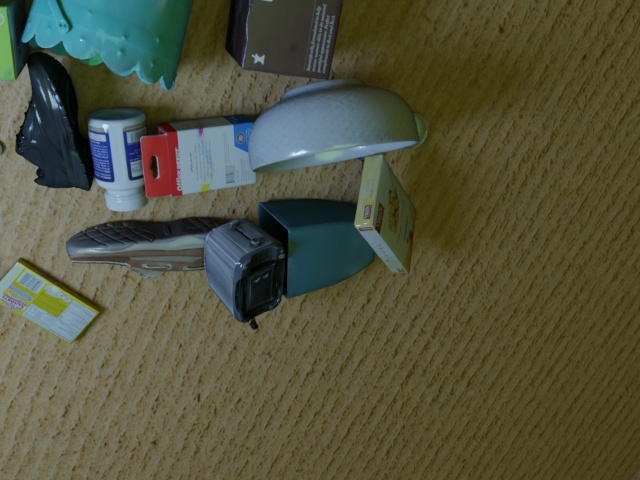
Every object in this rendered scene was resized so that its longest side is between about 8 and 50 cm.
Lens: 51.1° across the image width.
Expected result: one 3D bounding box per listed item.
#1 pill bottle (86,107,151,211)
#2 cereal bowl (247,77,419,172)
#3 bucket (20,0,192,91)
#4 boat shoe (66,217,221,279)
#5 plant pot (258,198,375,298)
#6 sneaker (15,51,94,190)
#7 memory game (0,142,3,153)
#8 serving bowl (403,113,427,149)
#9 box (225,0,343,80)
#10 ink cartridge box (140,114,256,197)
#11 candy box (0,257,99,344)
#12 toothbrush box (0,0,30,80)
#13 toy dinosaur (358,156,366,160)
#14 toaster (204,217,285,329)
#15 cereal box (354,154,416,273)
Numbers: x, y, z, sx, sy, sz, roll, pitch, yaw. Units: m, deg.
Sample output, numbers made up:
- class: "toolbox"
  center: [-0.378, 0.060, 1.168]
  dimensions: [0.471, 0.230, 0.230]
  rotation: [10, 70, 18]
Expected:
- class: "pill bottle"
  center: [-0.393, -0.159, 1.323]
  dimensions: [0.111, 0.112, 0.187]
  rotation: [-6, 116, -14]
- class: "cereal bowl"
  center: [0.018, -0.229, 1.309]
  dimensions: [0.338, 0.339, 0.141]
  rotation: [-11, 94, -12]
- class: "bucket"
  center: [-0.355, -0.382, 1.140]
  dimensions: [0.281, 0.281, 0.183]
  rotation: [15, 97, -23]
- class: "boat shoe"
  center: [-0.365, 0.029, 1.418]
  dimensions: [0.324, 0.123, 0.117]
  rotation: [-3, 117, -14]
- class: "plant pot"
  center: [0.000, 0.000, 1.494]
  dimensions: [0.234, 0.165, 0.166]
  rotation: [-11, 118, -24]
- class: "sneaker"
  center: [-0.512, -0.208, 1.250]
  dimensions: [0.130, 0.109, 0.287]
  rotation: [-5, 127, -6]
- class: "memory game"
  center: [-0.707, -0.186, 1.271]
  dimensions: [0.186, 0.012, 0.186]
  rotation: [-7, 117, -14]
- class: "serving bowl"
  center: [0.197, -0.248, 1.508]
  dimensions: [0.083, 0.027, 0.084]
  rotation: [-7, 117, -14]
- class: "box"
  center: [-0.074, -0.409, 1.250]
  dimensions: [0.166, 0.203, 0.169]
  rotation: [4, 114, -19]
- class: "ink cartridge box"
  center: [-0.252, -0.172, 1.358]
  dimensions: [0.230, 0.078, 0.134]
  rotation: [-11, 117, -23]
- class: "candy box"
  center: [-0.594, 0.135, 1.448]
  dimensions: [0.105, 0.027, 0.206]
  rotation: [-45, 118, 9]
- class: "toothbrush box"
  center: [-0.645, -0.344, 1.105]
  dimensions: [0.283, 0.206, 0.122]
  rotation: [-2, 116, -17]
- class: "toy dinosaur"
  center: [0.110, -0.213, 1.479]
  dimensions: [0.047, 0.090, 0.082]
  rotation: [-13, 151, -28]
- class: "toaster"
  center: [-0.161, 0.063, 1.404]
  dimensions: [0.129, 0.146, 0.227]
  rotation: [-24, 139, -30]
- class: "cereal box"
  center: [0.148, -0.052, 1.468]
  dimensions: [0.047, 0.173, 0.240]
  rotation: [-3, 152, 26]
